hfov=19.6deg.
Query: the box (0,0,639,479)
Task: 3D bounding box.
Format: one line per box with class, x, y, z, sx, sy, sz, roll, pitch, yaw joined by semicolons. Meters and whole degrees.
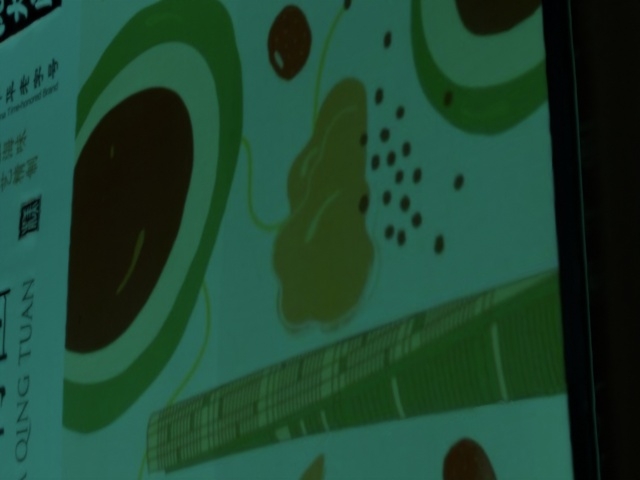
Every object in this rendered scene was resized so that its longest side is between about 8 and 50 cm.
box;0.000;0.000;0.690;0.122;0.345;0.385;12;160;-36
